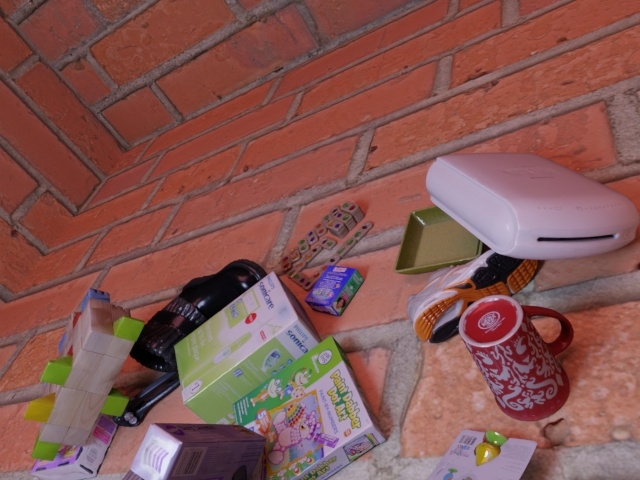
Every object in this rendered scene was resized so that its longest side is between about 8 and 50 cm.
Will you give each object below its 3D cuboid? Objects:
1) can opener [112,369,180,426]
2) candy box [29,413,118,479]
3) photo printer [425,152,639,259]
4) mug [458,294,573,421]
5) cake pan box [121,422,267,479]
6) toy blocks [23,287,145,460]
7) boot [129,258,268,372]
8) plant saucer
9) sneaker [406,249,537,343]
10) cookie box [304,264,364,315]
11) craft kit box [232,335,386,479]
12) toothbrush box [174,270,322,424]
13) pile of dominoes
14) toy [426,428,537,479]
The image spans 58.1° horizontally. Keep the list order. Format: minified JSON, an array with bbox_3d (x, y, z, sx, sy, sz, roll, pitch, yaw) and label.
[{"bbox_3d":[-0.407,0.369,1.356,0.186,0.059,0.073,-40,30,-4],"label":"can opener"},{"bbox_3d":[-0.575,0.469,1.382,0.165,0.070,0.196,-20,35,27],"label":"candy box"},{"bbox_3d":[0.364,-0.065,1.005,0.256,0.107,0.307,-3,26,-17],"label":"photo printer"},{"bbox_3d":[0.282,0.152,0.837,0.113,0.169,0.150,-1,46,46],"label":"mug"},{"bbox_3d":[-0.211,0.400,0.862,0.070,0.267,0.245,19,83,27],"label":"cake pan box"},{"bbox_3d":[-0.545,0.271,1.335,0.381,0.191,0.261,-61,30,12],"label":"toy blocks"},{"bbox_3d":[-0.288,0.186,1.369,0.348,0.131,0.260,-22,17,43],"label":"boot"},{"bbox_3d":[0.259,-0.003,1.190,0.188,0.045,0.188,-14,38,35],"label":"plant saucer"},{"bbox_3d":[0.263,0.068,1.047,0.262,0.099,0.121,-33,24,2],"label":"sneaker"},{"bbox_3d":[0.031,0.109,1.276,0.092,0.040,0.107,5,51,49],"label":"cookie box"},{"bbox_3d":[-0.033,0.326,1.042,0.247,0.061,0.250,-33,31,1],"label":"craft kit box"},{"bbox_3d":[-0.156,0.231,1.227,0.283,0.122,0.206,-36,31,0],"label":"toothbrush box"},{"bbox_3d":[0.000,0.000,1.456,0.251,0.040,0.196,-44,32,-13],"label":"pile of dominoes"},{"bbox_3d":[0.188,0.361,0.759,0.237,0.056,0.137,-47,18,-29],"label":"toy"}]
